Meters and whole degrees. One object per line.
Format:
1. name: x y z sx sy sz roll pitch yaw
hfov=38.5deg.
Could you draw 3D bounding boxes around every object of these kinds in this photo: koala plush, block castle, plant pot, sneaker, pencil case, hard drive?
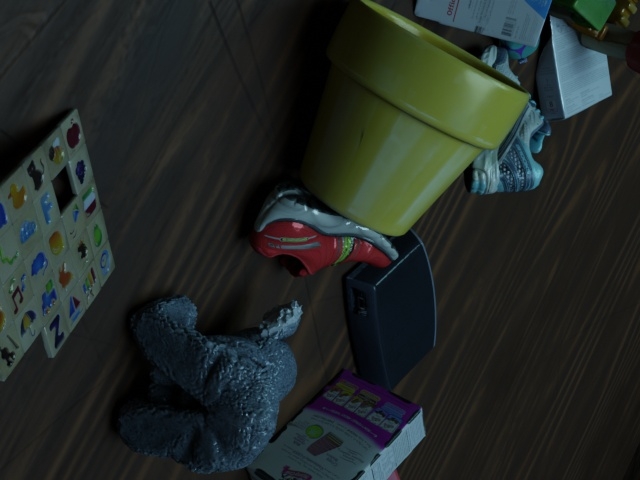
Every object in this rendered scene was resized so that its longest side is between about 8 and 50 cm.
1. koala plush: -0.103 0.173 1.137 0.221 0.203 0.196 -15 120 -61
2. block castle: 0.489 -0.471 1.443 0.453 0.213 0.303 20 100 -48
3. plant pot: 0.098 -0.148 1.177 0.254 0.254 0.239 4 121 -52
4. sneaker: 0.286 -0.181 1.404 0.110 0.122 0.283 94 4 -57
5. sneaker: 0.000 0.000 1.257 0.279 0.107 0.118 20 111 -51
6. pencil case: 0.298 -0.351 1.450 0.070 0.064 0.151 -25 143 15
7. hard drive: 0.121 0.119 1.482 0.172 0.054 0.254 -40 136 -32

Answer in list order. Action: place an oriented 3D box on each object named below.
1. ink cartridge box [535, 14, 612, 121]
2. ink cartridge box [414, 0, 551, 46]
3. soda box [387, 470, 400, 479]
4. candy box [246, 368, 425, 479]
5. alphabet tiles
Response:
1. ink cartridge box: 0.457 -0.353 1.681 0.189 0.066 0.232 -27 107 -41
2. ink cartridge box: 0.232 -0.350 1.288 0.104 0.180 0.060 101 8 -46
3. soda box: 0.092 0.456 1.598 0.092 0.083 0.263 -47 139 -26
4. candy box: 0.026 0.315 1.378 0.233 0.159 0.071 -39 134 -32
5. alphabet tiles: -0.266 0.013 0.883 0.237 0.009 0.198 -68 158 -54
